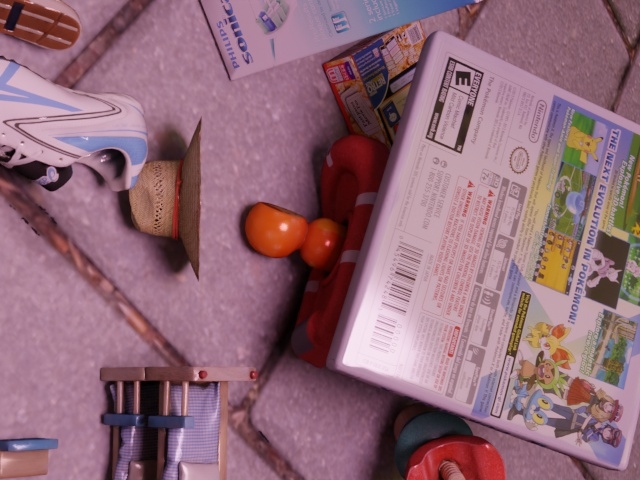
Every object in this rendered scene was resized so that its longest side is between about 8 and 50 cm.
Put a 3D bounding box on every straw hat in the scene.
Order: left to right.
[{"bbox_3d":[-0.133,-0.037,0.831,0.061,0.144,0.144,2,81,-8],"label":"straw hat"}]

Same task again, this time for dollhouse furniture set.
[{"bbox_3d":[-0.156,0.160,0.731,0.184,0.129,0.129,9,78,-46],"label":"dollhouse furniture set"}]

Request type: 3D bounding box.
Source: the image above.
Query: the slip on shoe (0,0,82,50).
[{"bbox_3d":[-0.252,-0.192,0.752,0.135,0.051,0.041,15,33,-37],"label":"slip on shoe"}]

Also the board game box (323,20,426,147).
[{"bbox_3d":[0.094,-0.142,1.106,0.147,0.045,0.193,-38,112,-43],"label":"board game box"}]

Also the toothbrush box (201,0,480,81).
[{"bbox_3d":[0.058,-0.266,0.904,0.216,0.295,0.126,-35,110,-45],"label":"toothbrush box"}]

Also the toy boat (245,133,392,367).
[{"bbox_3d":[0.000,0.000,0.939,0.151,0.151,0.231,20,66,-12],"label":"toy boat"}]

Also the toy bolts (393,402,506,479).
[{"bbox_3d":[0.107,0.290,1.027,0.218,0.158,0.228,-10,105,-7],"label":"toy bolts"}]

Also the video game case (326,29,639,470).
[{"bbox_3d":[0.188,0.010,0.892,0.300,0.036,0.329,22,74,-15],"label":"video game case"}]

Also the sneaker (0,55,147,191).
[{"bbox_3d":[-0.230,-0.085,0.723,0.237,0.085,0.086,7,75,-45],"label":"sneaker"}]
